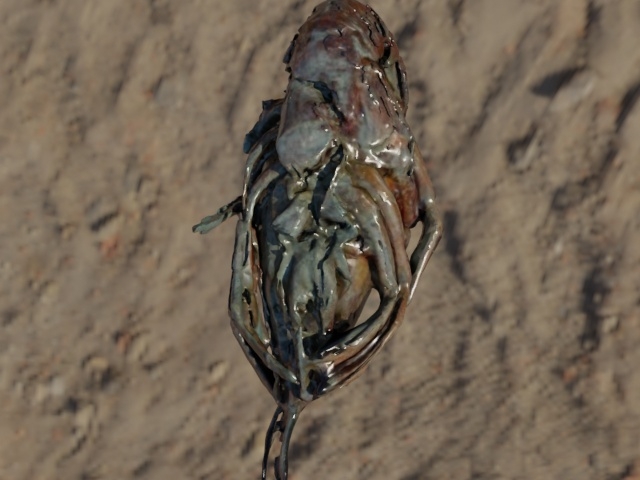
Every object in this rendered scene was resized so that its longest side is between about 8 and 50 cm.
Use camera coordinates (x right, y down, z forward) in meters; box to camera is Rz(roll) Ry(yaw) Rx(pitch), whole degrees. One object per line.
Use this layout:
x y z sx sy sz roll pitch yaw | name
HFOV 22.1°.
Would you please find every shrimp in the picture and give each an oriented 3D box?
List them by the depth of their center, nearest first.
-0.001 0.000 0.606 0.075 0.073 0.190 9 77 26 | shrimp
